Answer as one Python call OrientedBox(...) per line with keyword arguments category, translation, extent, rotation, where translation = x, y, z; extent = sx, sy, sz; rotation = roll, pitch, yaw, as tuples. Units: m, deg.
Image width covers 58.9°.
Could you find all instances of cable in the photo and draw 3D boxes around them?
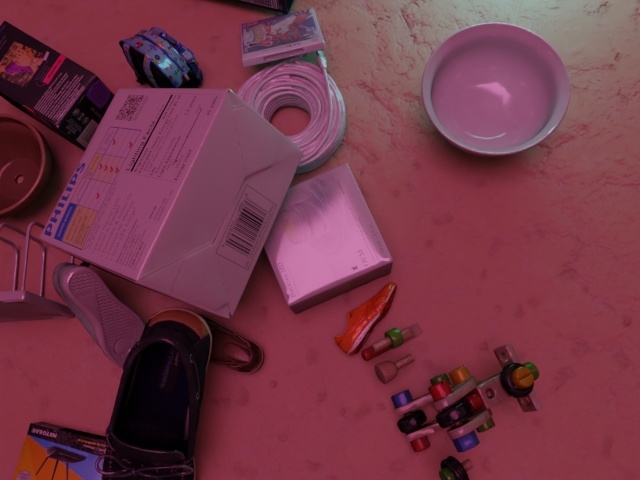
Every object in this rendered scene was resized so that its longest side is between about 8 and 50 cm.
OrientedBox(category="cable", translation=(-0.072, -0.272, 1.260), extent=(0.257, 0.089, 0.257), rotation=(-21, 76, 0))

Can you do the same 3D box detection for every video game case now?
OrientedBox(category="video game case", translation=(-0.091, -0.464, 1.289), extent=(0.183, 0.023, 0.201), rotation=(-12, 42, 1))

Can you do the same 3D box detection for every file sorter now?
OrientedBox(category="file sorter", translation=(-0.681, 0.068, 1.172), extent=(0.277, 0.193, 0.173), rotation=(-4, 73, 4))

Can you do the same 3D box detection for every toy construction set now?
OrientedBox(category="toy construction set", translation=(0.257, 0.266, 1.067), extent=(0.237, 0.258, 0.309), rotation=(-23, 52, -20))

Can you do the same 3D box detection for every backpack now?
OrientedBox(category="backpack", translation=(-0.358, -0.404, 1.270), extent=(0.158, 0.173, 0.117), rotation=(36, 81, 13))

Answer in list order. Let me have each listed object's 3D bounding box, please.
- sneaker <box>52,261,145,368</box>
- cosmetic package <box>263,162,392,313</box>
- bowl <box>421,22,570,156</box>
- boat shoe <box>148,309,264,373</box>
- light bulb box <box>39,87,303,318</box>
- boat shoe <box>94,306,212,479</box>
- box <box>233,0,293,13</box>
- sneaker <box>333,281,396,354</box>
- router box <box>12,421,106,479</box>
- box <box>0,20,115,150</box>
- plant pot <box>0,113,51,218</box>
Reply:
OrientedBox(category="sneaker", translation=(-0.454, 0.146, 1.173), extent=(0.094, 0.151, 0.256), rotation=(-38, 120, -27))
OrientedBox(category="cosmetic package", translation=(0.000, 0.000, 1.163), extent=(0.224, 0.138, 0.224), rotation=(-24, 75, 0))
OrientedBox(category="bowl", translation=(0.358, -0.297, 1.209), extent=(0.297, 0.134, 0.298), rotation=(-1, 77, 4))
OrientedBox(category="boat shoe", translation=(-0.240, 0.197, 1.153), extent=(0.257, 0.095, 0.095), rotation=(15, 78, 8))
OrientedBox(category="light bulb box", translation=(-0.287, -0.084, 1.086), extent=(0.361, 0.225, 0.358), rotation=(14, 76, 41))
OrientedBox(category="boat shoe", translation=(-0.312, 0.374, 1.043), extent=(0.186, 0.156, 0.501), rotation=(13, 96, -1))
OrientedBox(category="box", translation=(-0.195, -0.703, 1.258), extent=(0.293, 0.296, 0.183), rotation=(15, 68, 7))
OrientedBox(category="sneaker", translation=(0.092, 0.149, 1.158), extent=(0.067, 0.064, 0.175), rotation=(36, 79, 22))
OrientedBox(category="router box", translation=(-0.509, 0.450, 1.137), extent=(0.178, 0.046, 0.133), rotation=(10, 77, 6))
OrientedBox(category="box", translation=(-0.611, -0.339, 1.277), extent=(0.270, 0.165, 0.143), rotation=(32, 81, 12))
OrientedBox(category="plant pot", translation=(-0.701, -0.152, 1.267), extent=(0.237, 0.110, 0.238), rotation=(-1, 75, 4))
